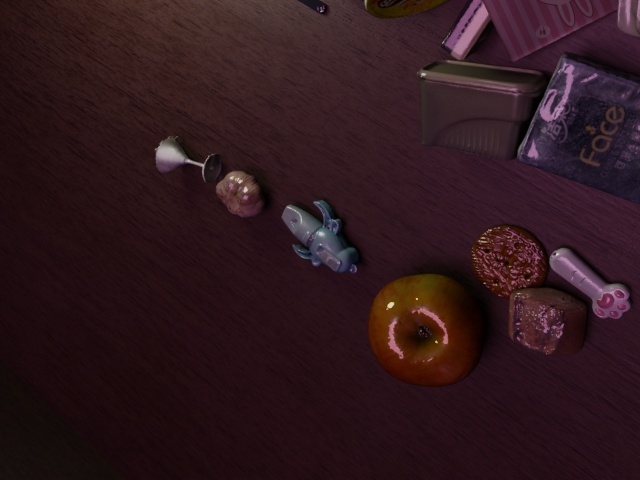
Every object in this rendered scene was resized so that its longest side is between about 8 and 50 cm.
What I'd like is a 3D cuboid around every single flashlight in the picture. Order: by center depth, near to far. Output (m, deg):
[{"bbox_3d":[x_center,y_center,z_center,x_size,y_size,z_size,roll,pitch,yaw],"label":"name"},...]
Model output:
[{"bbox_3d":[0.599,0.094,1.515,0.200,0.047,0.093,43,127,13],"label":"flashlight"}]

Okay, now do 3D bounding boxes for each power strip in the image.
[{"bbox_3d":[0.354,-0.501,1.413,0.070,0.105,0.256,37,126,8],"label":"power strip"}]

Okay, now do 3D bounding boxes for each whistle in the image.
[{"bbox_3d":[0.000,0.000,1.875,0.274,0.093,0.186,41,127,19],"label":"whistle"}]

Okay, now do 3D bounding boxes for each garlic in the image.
[{"bbox_3d":[-0.224,-0.136,1.970,0.159,0.102,0.147,10,128,44],"label":"garlic"}]

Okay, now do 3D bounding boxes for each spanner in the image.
[{"bbox_3d":[-0.067,-0.633,1.719,0.208,0.012,0.046,36,124,18],"label":"spanner"}]

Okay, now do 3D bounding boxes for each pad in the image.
[{"bbox_3d":[0.472,-0.500,1.313,0.300,0.005,0.202,-23,115,26],"label":"pad"}]

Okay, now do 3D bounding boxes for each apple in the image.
[{"bbox_3d":[0.253,0.228,1.671,0.302,0.301,0.301,13,115,31],"label":"apple"}]

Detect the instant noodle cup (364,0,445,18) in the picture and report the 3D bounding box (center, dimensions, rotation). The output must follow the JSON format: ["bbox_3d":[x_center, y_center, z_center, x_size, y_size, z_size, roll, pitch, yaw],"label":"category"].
[{"bbox_3d":[0.189,-0.630,1.376,0.311,0.311,0.221,-28,81,39],"label":"instant noodle cup"}]

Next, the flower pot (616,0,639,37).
[{"bbox_3d":[0.696,-0.417,1.116,0.368,0.254,0.164,5,111,32],"label":"flower pot"}]

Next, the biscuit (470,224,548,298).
[{"bbox_3d":[0.449,0.055,1.618,0.188,0.027,0.187,13,114,30],"label":"biscuit"}]

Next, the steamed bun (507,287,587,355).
[{"bbox_3d":[0.520,0.185,1.561,0.175,0.106,0.144,11,120,27],"label":"steamed bun"}]

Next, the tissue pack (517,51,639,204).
[{"bbox_3d":[0.581,-0.213,1.336,0.316,0.103,0.228,22,121,10],"label":"tissue pack"}]

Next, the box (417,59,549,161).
[{"bbox_3d":[0.351,-0.288,1.495,0.274,0.138,0.178,18,125,30],"label":"box"}]

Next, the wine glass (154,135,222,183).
[{"bbox_3d":[-0.395,-0.236,2.042,0.183,0.122,0.122,20,118,26],"label":"wine glass"}]
